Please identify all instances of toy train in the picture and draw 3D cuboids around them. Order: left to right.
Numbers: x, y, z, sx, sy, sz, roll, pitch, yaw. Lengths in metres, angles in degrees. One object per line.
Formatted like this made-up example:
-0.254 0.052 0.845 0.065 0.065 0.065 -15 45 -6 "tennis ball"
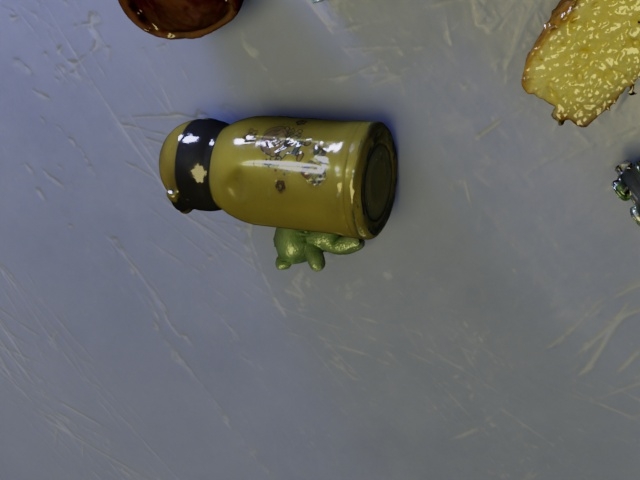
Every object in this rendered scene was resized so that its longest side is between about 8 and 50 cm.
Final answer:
0.459 -0.020 1.349 0.060 0.081 0.202 -41 71 34 "toy train"

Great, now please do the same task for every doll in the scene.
0.000 0.000 1.598 0.151 0.077 0.115 -5 67 21 "doll"

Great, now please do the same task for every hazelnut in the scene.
-0.195 -0.366 1.455 0.202 0.160 0.170 -36 98 27 "hazelnut"

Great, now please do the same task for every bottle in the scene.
-0.076 -0.106 1.523 0.351 0.171 0.171 8 117 21 "bottle"

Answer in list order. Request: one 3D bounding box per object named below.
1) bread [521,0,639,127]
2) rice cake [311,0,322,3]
0.359 -0.258 1.272 0.143 0.139 0.229 42 124 -3 "bread"
-0.015 -0.440 1.409 0.124 0.038 0.211 -21 104 30 "rice cake"
